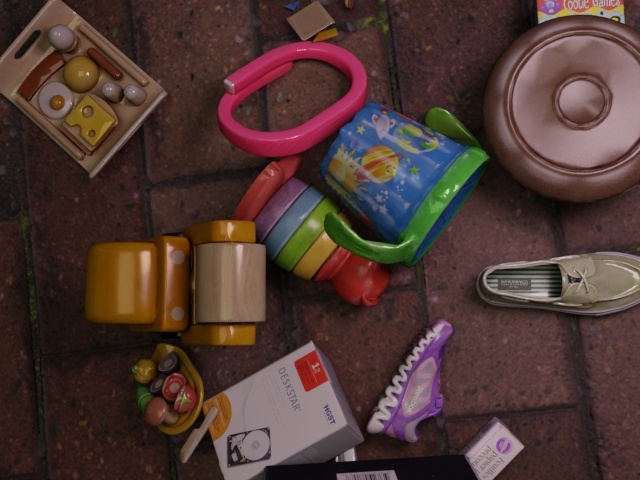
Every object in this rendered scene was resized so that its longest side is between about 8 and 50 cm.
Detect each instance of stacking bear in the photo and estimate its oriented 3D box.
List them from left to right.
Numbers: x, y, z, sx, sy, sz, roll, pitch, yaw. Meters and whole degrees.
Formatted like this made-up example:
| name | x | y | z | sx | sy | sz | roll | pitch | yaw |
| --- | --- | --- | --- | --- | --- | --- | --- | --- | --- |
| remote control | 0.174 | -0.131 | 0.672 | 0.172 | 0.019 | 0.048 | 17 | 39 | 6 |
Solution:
| name | x | y | z | sx | sy | sz | roll | pitch | yaw |
| --- | --- | --- | --- | --- | --- | --- | --- | --- | --- |
| stacking bear | 0.000 | 0.000 | 1.586 | 0.289 | 0.175 | 0.164 | 39 | 115 | 2 |

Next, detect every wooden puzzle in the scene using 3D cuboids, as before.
| name | x | y | z | sx | sy | sz | roll | pitch | yaw |
| --- | --- | --- | --- | --- | --- | --- | --- | --- | --- |
| wooden puzzle | -0.018 | -0.409 | 1.685 | 0.078 | 0.014 | 0.116 | -24 | 61 | -2 |

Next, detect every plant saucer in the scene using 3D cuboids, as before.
| name | x | y | z | sx | sy | sz | roll | pitch | yaw |
| --- | --- | --- | --- | --- | --- | --- | --- | --- | --- |
| plant saucer | 0.415 | -0.217 | 1.439 | 0.311 | 0.050 | 0.310 | -1 | 85 | 10 |

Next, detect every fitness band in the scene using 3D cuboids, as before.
| name | x | y | z | sx | sy | sz | roll | pitch | yaw |
| --- | --- | --- | --- | --- | --- | --- | --- | --- | --- |
| fitness band | -0.049 | -0.257 | 1.606 | 0.291 | 0.054 | 0.209 | -38 | 59 | -26 |

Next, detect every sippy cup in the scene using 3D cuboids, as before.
| name | x | y | z | sx | sy | sz | roll | pitch | yaw |
| --- | --- | --- | --- | --- | --- | --- | --- | --- | --- |
| sippy cup | 0.129 | -0.109 | 1.525 | 0.224 | 0.305 | 0.240 | 36 | 110 | 11 |

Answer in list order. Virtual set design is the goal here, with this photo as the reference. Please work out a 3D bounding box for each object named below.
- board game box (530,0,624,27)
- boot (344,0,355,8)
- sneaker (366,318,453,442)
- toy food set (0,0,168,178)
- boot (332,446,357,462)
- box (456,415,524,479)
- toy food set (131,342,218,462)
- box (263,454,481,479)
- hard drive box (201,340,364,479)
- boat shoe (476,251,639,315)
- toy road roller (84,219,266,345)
| name | x | y | z | sx | sy | sz | roll | pitch | yaw |
| --- | --- | --- | --- | --- | --- | --- | --- | --- | --- |
| board game box | 0.441 | -0.281 | 1.537 | 0.142 | 0.144 | 0.275 | -3 | 85 | 9 |
| boot | 0.028 | -0.496 | 1.687 | 0.087 | 0.042 | 0.118 | 10 | 85 | 17 |
| sneaker | 0.176 | 0.250 | 1.565 | 0.104 | 0.095 | 0.236 | 30 | 95 | 5 |
| toy food set | -0.469 | -0.292 | 1.724 | 0.306 | 0.092 | 0.220 | 41 | 92 | 12 |
| boot | 0.010 | 0.465 | 1.564 | 0.123 | 0.095 | 0.258 | -4 | 85 | 3 |
| box | 0.213 | 0.441 | 1.545 | 0.063 | 0.067 | 0.324 | 43 | 94 | 3 |
| toy food set | -0.277 | 0.272 | 1.599 | 0.128 | 0.071 | 0.218 | -52 | 49 | 11 |
| box | 0.086 | 0.525 | 1.421 | 0.343 | 0.179 | 0.312 | -3 | 99 | -3 |
| hard drive box | -0.069 | 0.314 | 1.561 | 0.232 | 0.089 | 0.181 | -30 | 51 | 5 |
| boat shoe | 0.419 | 0.077 | 1.532 | 0.302 | 0.094 | 0.109 | -5 | 84 | 10 |
| toy road roller | -0.257 | 0.077 | 1.532 | 0.240 | 0.329 | 0.202 | 3 | 84 | -32 |
